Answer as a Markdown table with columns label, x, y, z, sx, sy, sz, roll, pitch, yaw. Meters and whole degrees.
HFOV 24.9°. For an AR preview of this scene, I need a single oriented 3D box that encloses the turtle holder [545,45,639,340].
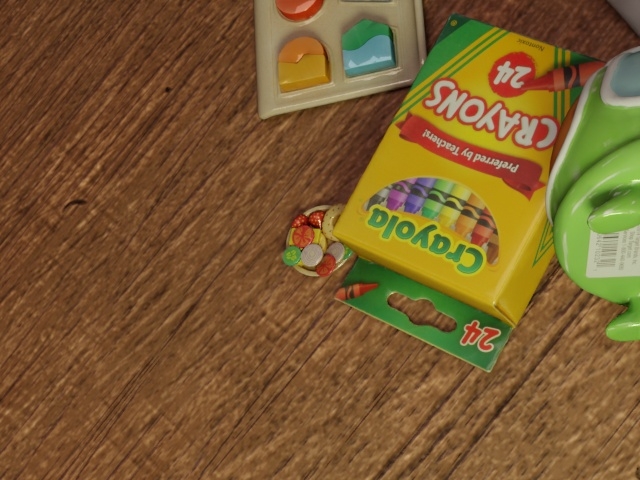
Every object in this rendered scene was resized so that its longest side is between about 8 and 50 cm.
| label | x | y | z | sx | sy | sz | roll | pitch | yaw |
| --- | --- | --- | --- | --- | --- | --- | --- | --- | --- |
| turtle holder | 0.355 | -0.073 | 1.269 | 0.320 | 0.243 | 0.227 | -24 | 44 | 24 |

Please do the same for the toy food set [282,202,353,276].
| label | x | y | z | sx | sy | sz | roll | pitch | yaw |
| --- | --- | --- | --- | --- | --- | --- | --- | --- | --- |
| toy food set | 0.000 | 0.000 | 1.533 | 0.083 | 0.020 | 0.082 | 1 | 70 | 26 |

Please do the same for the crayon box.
| label | x | y | z | sx | sy | sz | roll | pitch | yaw |
| --- | --- | --- | --- | --- | --- | --- | --- | --- | --- |
| crayon box | 0.153 | -0.053 | 1.448 | 0.202 | 0.081 | 0.318 | 23 | 81 | 31 |

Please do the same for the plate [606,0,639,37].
| label | x | y | z | sx | sy | sz | roll | pitch | yaw |
| --- | --- | --- | --- | --- | --- | --- | --- | --- | --- |
| plate | 0.297 | -0.371 | 1.427 | 0.278 | 0.045 | 0.277 | 53 | 140 | 31 |

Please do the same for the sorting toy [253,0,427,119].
| label | x | y | z | sx | sy | sz | roll | pitch | yaw |
| --- | --- | --- | --- | --- | --- | --- | --- | --- | --- |
| sorting toy | 0.015 | -0.244 | 1.617 | 0.208 | 0.038 | 0.193 | -13 | 65 | 21 |
